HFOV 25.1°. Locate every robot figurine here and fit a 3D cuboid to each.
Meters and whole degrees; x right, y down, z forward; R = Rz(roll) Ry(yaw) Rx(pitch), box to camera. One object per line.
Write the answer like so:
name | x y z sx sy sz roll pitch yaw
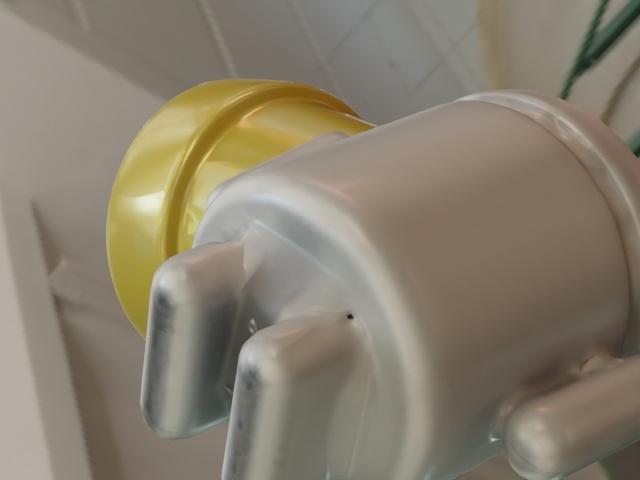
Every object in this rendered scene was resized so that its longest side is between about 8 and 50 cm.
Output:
robot figurine | 0.065 0.028 0.834 0.353 0.200 0.300 -21 -131 -37

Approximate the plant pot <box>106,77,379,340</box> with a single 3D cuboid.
plant pot | 0.000 0.000 1.131 0.254 0.254 0.239 25 169 -41
